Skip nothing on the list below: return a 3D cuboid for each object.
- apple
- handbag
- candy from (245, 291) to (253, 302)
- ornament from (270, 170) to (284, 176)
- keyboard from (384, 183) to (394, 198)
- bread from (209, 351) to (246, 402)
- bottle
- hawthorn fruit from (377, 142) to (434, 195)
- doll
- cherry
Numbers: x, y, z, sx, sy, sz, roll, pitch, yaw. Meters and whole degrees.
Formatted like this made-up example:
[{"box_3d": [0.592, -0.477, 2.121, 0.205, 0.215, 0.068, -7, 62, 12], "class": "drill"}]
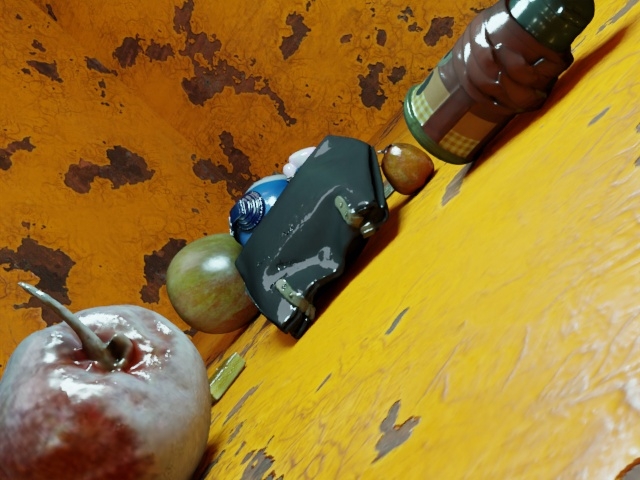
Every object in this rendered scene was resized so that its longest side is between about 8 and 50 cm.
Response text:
[{"box_3d": [-0.250, 0.106, 1.900, 0.234, 0.257, 0.257, -28, 15, 30], "class": "apple"}, {"box_3d": [0.000, 0.000, 1.237, 0.342, 0.152, 0.288, -55, 19, 13], "class": "handbag"}, {"box_3d": [-0.058, 0.050, 1.575, 0.255, 0.094, 0.255, -48, 6, 6], "class": "candy"}, {"box_3d": [-0.110, -0.041, 2.068, 0.217, 0.221, 0.235, -51, -4, 16], "class": "ornament"}, {"box_3d": [0.119, -0.078, 1.520, 0.129, 0.015, 0.049, -46, 11, 18], "class": "keyboard"}, {"box_3d": [-0.186, 0.260, 1.405, 0.094, 0.035, 0.090, -51, 6, -29], "class": "bread"}, {"box_3d": [0.233, -0.223, 0.954, 0.271, 0.143, 0.156, -47, 30, 45], "class": "bottle"}, {"box_3d": [0.138, -0.125, 1.248, 0.081, 0.093, 0.081, -48, 6, 6], "class": "hawthorn fruit"}, {"box_3d": [-0.062, -0.066, 1.773, 0.310, 0.240, 0.284, -29, -28, 30], "class": "doll"}, {"box_3d": [-0.300, 0.252, 1.027, 0.335, 0.291, 0.326, 114, 174, -56], "class": "cherry"}]
